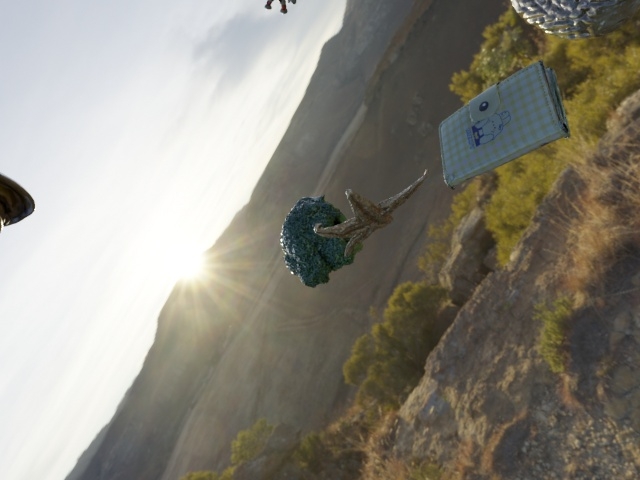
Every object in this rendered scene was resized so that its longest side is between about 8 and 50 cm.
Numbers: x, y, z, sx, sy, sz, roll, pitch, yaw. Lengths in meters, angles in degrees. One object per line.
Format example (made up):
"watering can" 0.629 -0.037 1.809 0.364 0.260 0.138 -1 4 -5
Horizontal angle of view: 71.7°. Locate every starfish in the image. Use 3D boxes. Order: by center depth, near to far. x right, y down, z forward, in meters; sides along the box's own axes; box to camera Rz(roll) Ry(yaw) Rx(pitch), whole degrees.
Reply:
"starfish" 0.105 -0.055 0.956 0.295 0.231 0.048 -42 60 32

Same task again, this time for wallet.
"wallet" 0.445 -0.287 1.125 0.309 0.077 0.224 -24 64 44

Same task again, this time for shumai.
"shumai" 0.385 -0.377 0.630 0.209 0.152 0.162 -139 34 -58

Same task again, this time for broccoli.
"broccoli" 0.000 0.000 1.302 0.295 0.245 0.265 -100 29 -59

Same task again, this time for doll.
"doll" -0.065 -0.407 0.677 0.039 0.057 0.114 -37 -23 -25

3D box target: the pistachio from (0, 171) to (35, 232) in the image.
"pistachio" -0.464 -0.059 0.538 0.130 0.205 0.132 -78 -4 -51
